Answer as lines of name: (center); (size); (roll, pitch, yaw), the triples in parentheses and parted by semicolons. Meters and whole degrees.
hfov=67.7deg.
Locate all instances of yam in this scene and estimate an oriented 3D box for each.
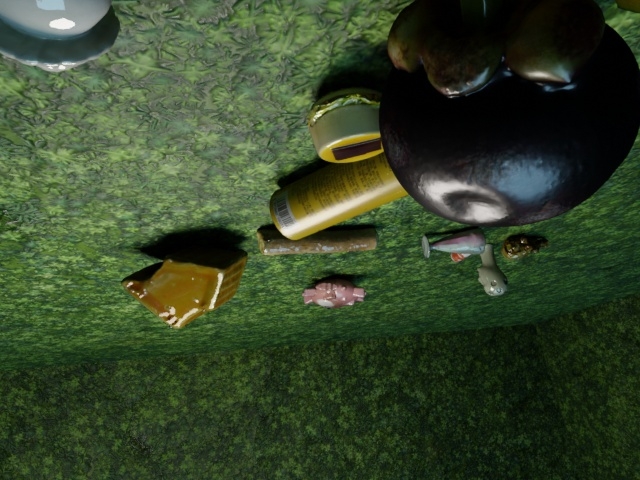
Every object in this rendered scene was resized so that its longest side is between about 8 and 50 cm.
yam: (0.000, 0.000, 1.130); (0.300, 0.066, 0.066); (-2, 159, -20)

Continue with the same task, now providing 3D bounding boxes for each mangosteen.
mangosteen: (0.188, -0.162, 0.517); (0.275, 0.274, 0.302); (-15, 136, 17)

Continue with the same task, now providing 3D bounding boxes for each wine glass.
wine glass: (0.356, 0.010, 1.279); (0.155, 0.073, 0.073); (-6, 160, -5)

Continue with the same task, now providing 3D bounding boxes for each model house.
model house: (-0.276, 0.078, 1.136); (0.239, 0.173, 0.268); (-31, -176, 21)

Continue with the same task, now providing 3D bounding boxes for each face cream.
face cream: (0.073, -0.102, 0.817); (0.349, 0.104, 0.105); (-22, 156, 32)

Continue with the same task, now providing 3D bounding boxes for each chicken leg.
chicken leg: (0.613, 0.017, 1.410); (0.178, 0.070, 0.093); (-6, 179, -29)

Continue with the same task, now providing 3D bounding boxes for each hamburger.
hamburger: (0.044, -0.165, 0.671); (0.127, 0.081, 0.141); (-15, 171, 23)

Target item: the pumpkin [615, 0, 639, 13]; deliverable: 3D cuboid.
pumpkin: (0.241, -0.307, 0.375); (0.254, 0.131, 0.149); (6, 113, -56)

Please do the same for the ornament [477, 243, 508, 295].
ornament: (0.512, 0.092, 1.439); (0.081, 0.156, 0.075); (-16, 158, 18)

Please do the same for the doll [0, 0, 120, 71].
doll: (-0.209, -0.236, 0.346); (0.139, 0.119, 0.293); (8, 150, -18)

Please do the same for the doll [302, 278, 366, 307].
doll: (0.045, 0.174, 1.568); (0.212, 0.093, 0.262); (-4, 163, 7)

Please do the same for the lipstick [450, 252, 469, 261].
lipstick: (0.430, 0.025, 1.396); (0.039, 0.038, 0.130); (-1, 159, -19)
